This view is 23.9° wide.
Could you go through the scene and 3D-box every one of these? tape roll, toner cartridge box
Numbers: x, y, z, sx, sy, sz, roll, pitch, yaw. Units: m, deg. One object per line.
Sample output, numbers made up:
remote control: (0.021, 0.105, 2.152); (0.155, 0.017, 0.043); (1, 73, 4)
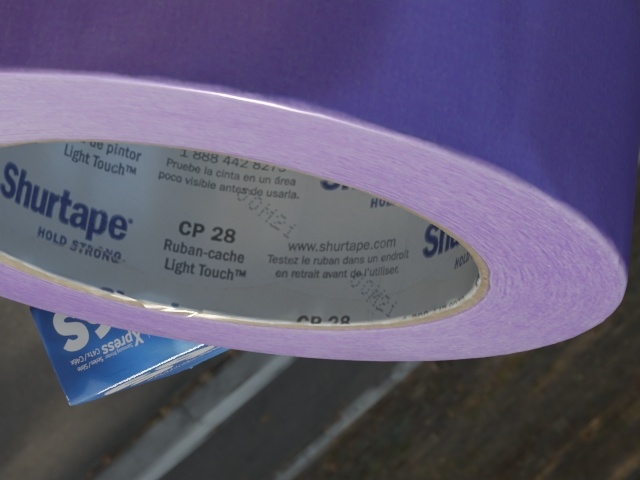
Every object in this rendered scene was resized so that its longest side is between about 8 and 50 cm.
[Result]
tape roll: (-0.031, -0.037, 0.515); (0.275, 0.275, 0.090); (70, 27, -71)
toner cartridge box: (0.000, 0.000, 0.973); (0.348, 0.075, 0.165); (-26, 175, 24)
